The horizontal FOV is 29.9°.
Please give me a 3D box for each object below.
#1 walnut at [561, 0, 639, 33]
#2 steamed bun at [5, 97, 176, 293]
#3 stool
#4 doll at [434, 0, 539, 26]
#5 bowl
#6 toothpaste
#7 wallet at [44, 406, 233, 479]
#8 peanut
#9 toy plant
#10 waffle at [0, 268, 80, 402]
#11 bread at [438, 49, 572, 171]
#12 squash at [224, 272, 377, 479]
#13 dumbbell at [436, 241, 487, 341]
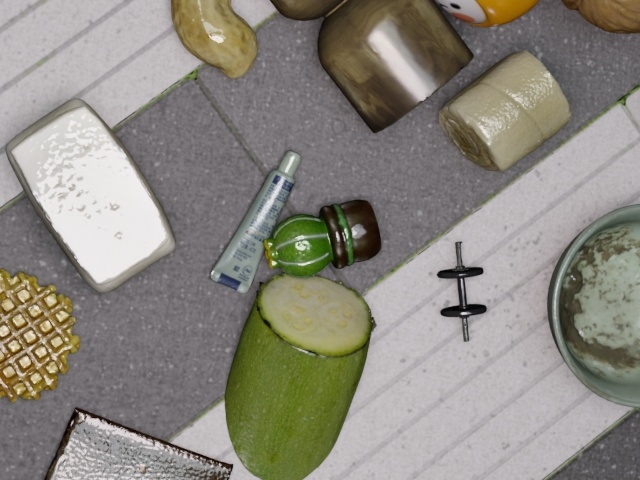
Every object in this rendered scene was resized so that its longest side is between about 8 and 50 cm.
[{"bbox_3d":[0.430,-0.385,1.682,0.213,0.213,0.213,0,93,-9],"label":"walnut"},{"bbox_3d":[-0.306,-0.060,1.602,0.146,0.164,0.241,-33,96,-8],"label":"steamed bun"},{"bbox_3d":[0.064,-0.302,1.643,0.179,0.179,0.264,-40,99,-5],"label":"stool"},{"bbox_3d":[0.242,-0.396,1.609,0.214,0.236,0.213,-6,103,-29],"label":"doll"},{"bbox_3d":[0.449,0.091,1.744,0.289,0.146,0.289,0,91,-9],"label":"bowl"},{"bbox_3d":[-0.085,-0.030,1.706,0.062,0.037,0.216,26,93,-13],"label":"toothpaste"},{"bbox_3d":[-0.259,0.338,1.697,0.243,0.039,0.132,22,83,-9],"label":"wallet"},{"bbox_3d":[-0.157,-0.332,1.649,0.103,0.098,0.229,-12,99,19],"label":"peanut"},{"bbox_3d":[0.000,0.000,1.694,0.163,0.093,0.092,-16,95,-6],"label":"toy plant"},{"bbox_3d":[-0.423,0.131,1.657,0.191,0.038,0.191,0,92,-9],"label":"waffle"},{"bbox_3d":[0.260,-0.177,1.697,0.141,0.148,0.134,-38,82,-5],"label":"bread"},{"bbox_3d":[-0.039,0.197,1.732,0.189,0.189,0.260,10,127,-10],"label":"squash"},{"bbox_3d":[0.206,0.075,1.741,0.069,0.069,0.147,-6,93,-9],"label":"dumbbell"}]
